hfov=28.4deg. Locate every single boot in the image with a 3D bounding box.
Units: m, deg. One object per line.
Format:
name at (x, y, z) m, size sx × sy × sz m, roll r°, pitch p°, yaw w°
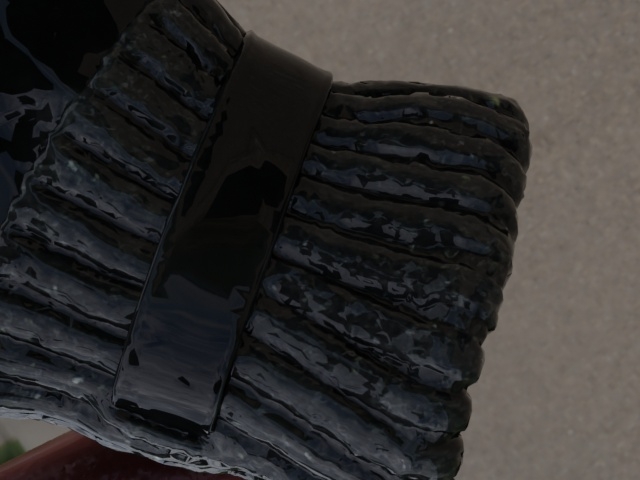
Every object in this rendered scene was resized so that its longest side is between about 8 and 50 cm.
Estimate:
boot at (-0.047, -0.079, 0.481) m, size 0.260 × 0.348 × 0.131 m, roll 7°, pitch 169°, yaw 6°

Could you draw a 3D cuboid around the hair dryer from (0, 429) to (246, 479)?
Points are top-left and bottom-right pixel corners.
hair dryer at (-0.077, 0.052, 0.659) m, size 0.223 × 0.293 × 0.080 m, roll 37°, pitch 159°, yaw 5°
